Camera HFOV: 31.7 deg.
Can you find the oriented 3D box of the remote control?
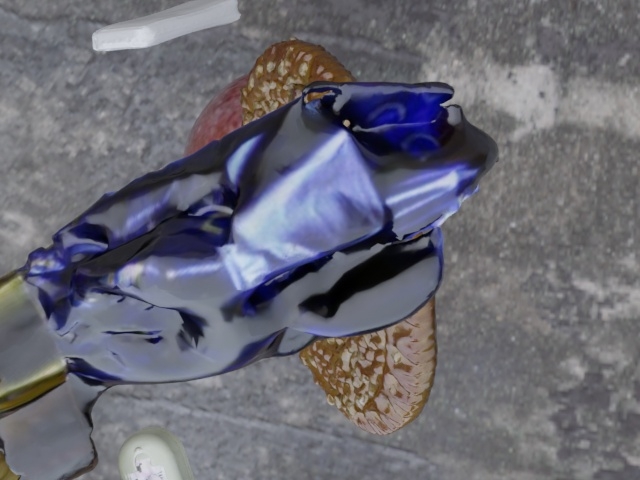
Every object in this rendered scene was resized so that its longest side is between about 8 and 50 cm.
[{"bbox_3d":[-0.165,0.315,1.246,0.078,0.042,0.221,-19,86,16],"label":"remote control"}]

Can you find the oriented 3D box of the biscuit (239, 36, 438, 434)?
[{"bbox_3d":[0.000,0.000,0.830,0.038,0.305,0.305,-16,138,-19],"label":"biscuit"}]

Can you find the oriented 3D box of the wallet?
[{"bbox_3d":[-0.176,-0.257,1.329,0.095,0.190,0.033,6,113,38],"label":"wallet"}]

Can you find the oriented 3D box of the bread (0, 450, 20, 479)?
[{"bbox_3d":[-0.350,0.337,1.241,0.253,0.142,0.227,28,147,-7],"label":"bread"}]

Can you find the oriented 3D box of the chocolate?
[{"bbox_3d":[-0.093,0.035,0.395,0.343,0.126,0.148,-25,138,-12],"label":"chocolate"}]

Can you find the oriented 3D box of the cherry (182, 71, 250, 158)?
[{"bbox_3d":[-0.056,-0.089,1.314,0.213,0.285,0.236,20,129,3],"label":"cherry"}]
